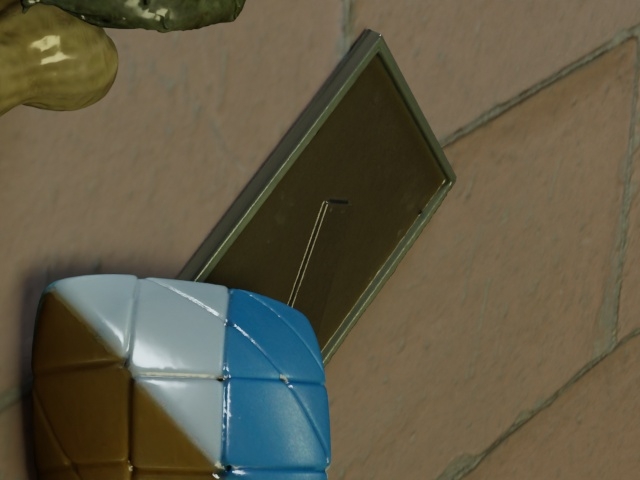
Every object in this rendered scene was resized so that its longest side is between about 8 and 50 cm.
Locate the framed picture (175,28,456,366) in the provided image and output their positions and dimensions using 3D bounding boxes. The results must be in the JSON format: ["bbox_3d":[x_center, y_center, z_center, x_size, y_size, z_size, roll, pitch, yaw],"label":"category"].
[{"bbox_3d":[0.000,0.000,1.245,0.289,0.020,0.211,-54,142,-15],"label":"framed picture"}]

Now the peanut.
[{"bbox_3d":[-0.199,-0.110,0.892,0.187,0.082,0.082,-14,120,-45],"label":"peanut"}]

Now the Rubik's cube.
[{"bbox_3d":[-0.102,0.093,1.085,0.254,0.254,0.254,-28,130,-39],"label":"Rubik's cube"}]

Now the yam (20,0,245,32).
[{"bbox_3d":[-0.111,-0.279,0.814,0.195,0.195,0.300,-14,121,-46],"label":"yam"}]
